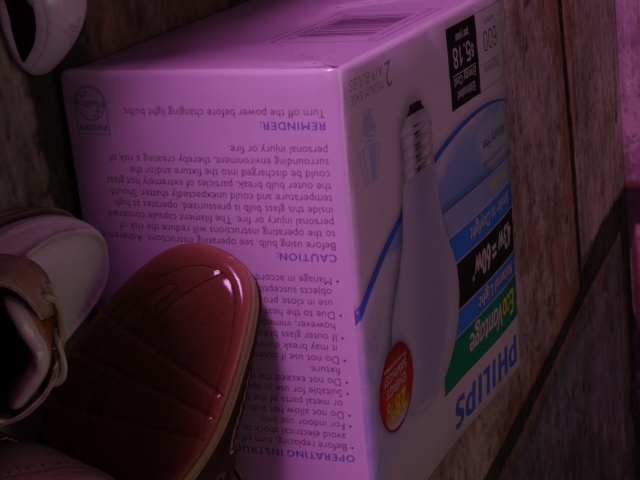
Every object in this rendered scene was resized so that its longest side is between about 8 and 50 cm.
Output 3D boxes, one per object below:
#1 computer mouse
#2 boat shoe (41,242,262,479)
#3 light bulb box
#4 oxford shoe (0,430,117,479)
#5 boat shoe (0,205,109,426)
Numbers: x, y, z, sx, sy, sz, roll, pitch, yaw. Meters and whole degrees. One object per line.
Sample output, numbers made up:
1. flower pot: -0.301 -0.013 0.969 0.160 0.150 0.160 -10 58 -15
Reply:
1. computer mouse: -0.185 -0.203 0.928 0.106 0.042 0.193 -48 136 -54
2. boat shoe: -0.120 0.165 0.986 0.123 0.123 0.342 11 99 -67
3. light bulb box: 0.000 0.000 1.143 0.358 0.225 0.361 -38 126 -58
4. oxford shoe: -0.234 0.221 0.786 0.348 0.130 0.123 -53 139 -50
5. boat shoe: -0.204 0.065 0.856 0.302 0.103 0.113 -44 133 -55
